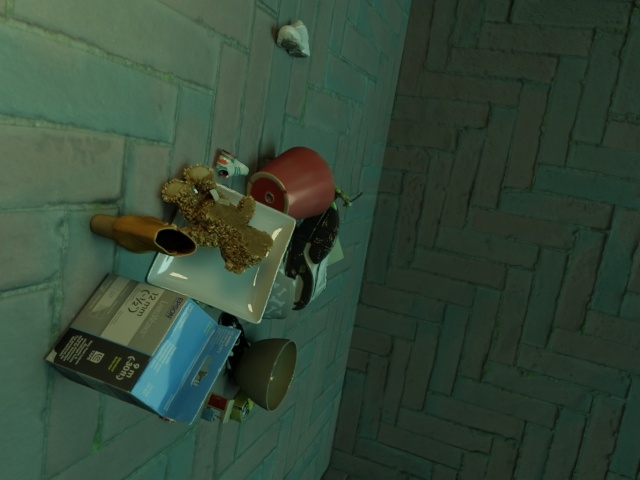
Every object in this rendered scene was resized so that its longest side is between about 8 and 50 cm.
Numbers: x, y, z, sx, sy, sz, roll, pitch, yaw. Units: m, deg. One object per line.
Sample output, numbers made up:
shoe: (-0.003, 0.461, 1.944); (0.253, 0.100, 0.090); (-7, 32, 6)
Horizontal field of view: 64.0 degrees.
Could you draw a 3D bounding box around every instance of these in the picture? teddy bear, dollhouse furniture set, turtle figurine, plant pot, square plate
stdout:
teddy bear: (-0.289, -0.059, 1.433); (0.113, 0.338, 0.245); (-36, -155, 46)
dollhouse furniture set: (-0.382, 0.491, 1.630); (0.129, 0.183, 0.129); (42, 62, -68)
turtle figurine: (0.035, -0.163, 2.393); (0.197, 0.274, 0.266); (-21, 135, -26)
plant pot: (-0.235, 0.514, 2.049); (0.284, 0.190, 0.284); (12, 90, -72)
plant pot: (-0.120, -0.184, 1.860); (0.243, 0.274, 0.275); (-32, 133, -51)
square plate: (-0.281, 0.026, 1.505); (0.049, 0.343, 0.348); (-24, -136, 65)

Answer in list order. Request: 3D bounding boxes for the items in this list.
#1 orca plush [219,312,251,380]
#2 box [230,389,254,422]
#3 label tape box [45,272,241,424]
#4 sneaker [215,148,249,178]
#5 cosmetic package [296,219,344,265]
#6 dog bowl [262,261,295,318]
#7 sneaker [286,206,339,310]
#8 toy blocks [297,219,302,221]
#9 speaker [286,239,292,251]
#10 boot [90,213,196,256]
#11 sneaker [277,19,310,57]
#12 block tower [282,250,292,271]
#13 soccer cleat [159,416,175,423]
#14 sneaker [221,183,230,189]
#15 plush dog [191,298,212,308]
orca plush: (-0.311, 0.399, 1.898); (0.151, 0.102, 0.288); (-35, 134, -63)
box: (-0.299, 0.648, 2.160); (0.232, 0.058, 0.087); (-53, 149, -51)
label tape box: (-0.397, 0.238, 1.174); (0.115, 0.347, 0.249); (79, 30, -49)
sneaker: (-0.290, -0.231, 1.649); (0.075, 0.057, 0.161); (-59, 161, -3)
cosmetic package: (0.000, 0.000, 2.404); (0.160, 0.113, 0.309); (-27, 148, -4)
dog bowl: (-0.203, 0.102, 1.721); (0.102, 0.349, 0.349); (-9, 117, -26)
sneaker: (-0.030, 0.072, 2.183); (0.257, 0.169, 0.448); (18, 93, -79)
toy blocks: (-0.116, -0.099, 2.206); (0.148, 0.054, 0.123); (71, 36, -58)
speaker: (-0.179, 0.002, 1.966); (0.055, 0.136, 0.055); (13, 90, -72)
boot: (-0.389, 0.000, 1.256); (0.295, 0.211, 0.104); (21, 83, -71)
sneaker: (-0.096, -0.738, 1.832); (0.232, 0.090, 0.115); (-18, 113, -78)
block tower: (-0.134, 0.088, 2.223); (0.335, 0.090, 0.097); (14, 88, -72)
soccer cleat: (-0.481, 0.559, 1.632); (0.036, 0.029, 0.083); (-64, 153, -23)
sneaker: (-0.328, -0.121, 1.580); (0.073, 0.063, 0.162); (76, 32, -47)
plush dog: (-0.304, 0.114, 1.655); (0.225, 0.210, 0.263); (162, -56, -81)
